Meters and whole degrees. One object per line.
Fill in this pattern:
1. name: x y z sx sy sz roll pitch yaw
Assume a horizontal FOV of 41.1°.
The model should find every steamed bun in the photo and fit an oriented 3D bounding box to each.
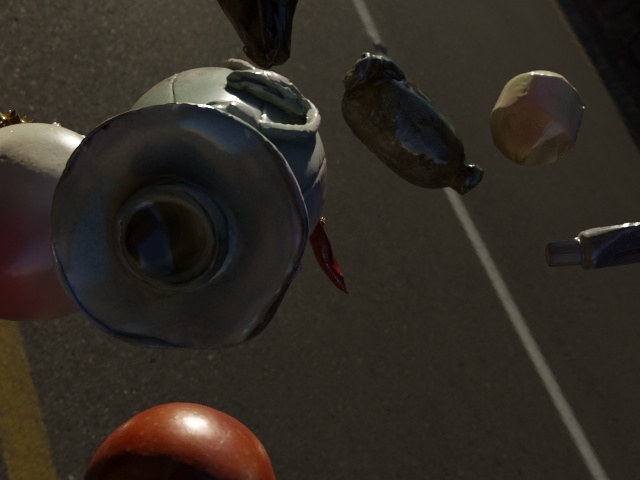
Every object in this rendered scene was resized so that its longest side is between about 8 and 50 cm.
1. steamed bun: -0.442 -0.009 1.247 0.309 0.309 0.309 30 35 -23

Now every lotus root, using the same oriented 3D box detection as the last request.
1. lotus root: 0.172 -0.213 1.683 0.349 0.175 0.175 43 31 -14

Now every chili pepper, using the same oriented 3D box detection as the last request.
1. chili pepper: 0.000 0.000 1.891 0.059 0.050 0.268 -163 -128 -83

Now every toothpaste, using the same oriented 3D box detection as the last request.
1. toothpaste: 0.530 0.006 1.480 0.099 0.282 0.069 94 -13 -78

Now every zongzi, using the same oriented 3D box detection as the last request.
1. zongzi: -0.063 -0.460 1.652 0.111 0.241 0.248 46 14 -52

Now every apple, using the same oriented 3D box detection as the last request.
1. apple: -0.171 0.338 1.087 0.260 0.260 0.216 48 18 5

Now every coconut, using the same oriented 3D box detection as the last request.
1. coconut: 0.400 -0.215 1.587 0.171 0.171 0.183 31 65 -22

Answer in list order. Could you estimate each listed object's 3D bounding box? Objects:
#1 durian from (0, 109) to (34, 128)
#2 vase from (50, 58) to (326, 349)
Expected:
1. durian: -0.671 -0.098 1.721 0.384 0.347 0.348 30 34 -10
2. vase: -0.104 -0.048 0.806 0.250 0.250 0.445 40 9 -8
